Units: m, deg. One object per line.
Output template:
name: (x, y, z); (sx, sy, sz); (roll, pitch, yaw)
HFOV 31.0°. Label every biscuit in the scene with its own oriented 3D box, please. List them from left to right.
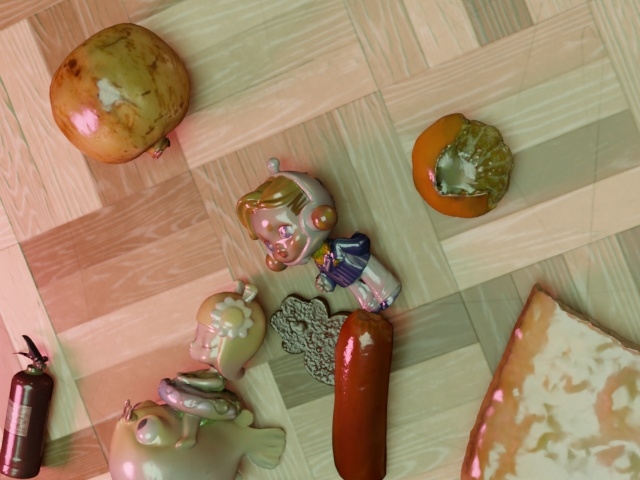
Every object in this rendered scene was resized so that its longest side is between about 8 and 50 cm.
biscuit: (0.006, 0.153, 1.824); (0.175, 0.026, 0.124); (37, 105, 5)
biscuit: (0.431, 0.346, 1.706); (0.429, 0.104, 0.446); (23, 99, 11)

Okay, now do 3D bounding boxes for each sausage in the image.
sausage: (0.064, 0.249, 1.774); (0.089, 0.083, 0.300); (1, 109, -2)

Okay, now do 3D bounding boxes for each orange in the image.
orange: (0.206, -0.106, 1.691); (0.156, 0.134, 0.157); (7, 111, 17)

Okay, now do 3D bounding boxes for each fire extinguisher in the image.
fire extinguisher: (-0.501, 0.278, 1.947); (0.099, 0.071, 0.231); (17, 101, 40)

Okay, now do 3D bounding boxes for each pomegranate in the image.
pomegranate: (-0.301, -0.219, 1.773); (0.215, 0.215, 0.215); (2, 97, 14)

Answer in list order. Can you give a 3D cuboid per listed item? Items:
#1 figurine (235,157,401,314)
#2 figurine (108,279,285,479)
figurine: (0.007, -0.002, 1.754); (0.274, 0.133, 0.194); (28, 145, 12)
figurine: (-0.167, 0.254, 1.826); (0.274, 0.226, 0.394); (19, 90, -20)
